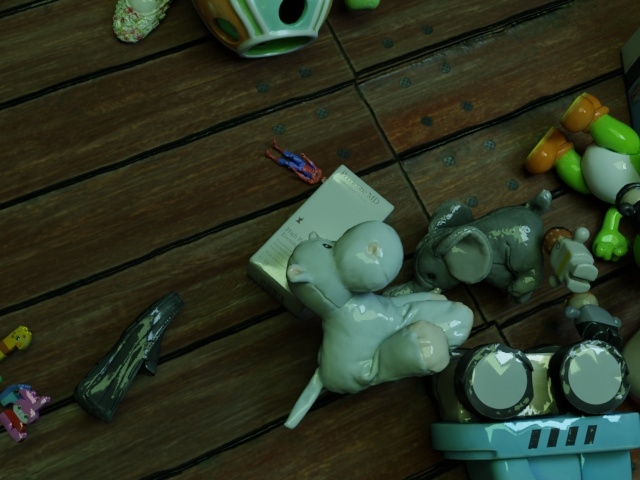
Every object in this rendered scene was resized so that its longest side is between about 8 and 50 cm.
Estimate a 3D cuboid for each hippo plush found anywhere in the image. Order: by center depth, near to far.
[{"bbox_3d":[0.056,0.087,1.484,0.294,0.234,0.237,-23,99,21],"label":"hippo plush"}]

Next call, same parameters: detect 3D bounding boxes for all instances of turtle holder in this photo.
[{"bbox_3d":[-0.076,-0.437,1.709,0.320,0.243,0.228,-9,84,-54],"label":"turtle holder"}]

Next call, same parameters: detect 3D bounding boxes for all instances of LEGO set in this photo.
[{"bbox_3d":[-0.458,0.176,1.462,0.093,0.087,0.227,-40,79,-5],"label":"LEGO set"}]

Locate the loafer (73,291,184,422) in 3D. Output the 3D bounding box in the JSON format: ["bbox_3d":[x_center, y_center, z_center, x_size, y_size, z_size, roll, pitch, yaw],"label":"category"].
[{"bbox_3d":[-0.275,0.173,1.506,0.078,0.076,0.223,42,66,-7],"label":"loafer"}]

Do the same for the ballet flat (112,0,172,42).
[{"bbox_3d":[-0.283,-0.450,1.740,0.091,0.077,0.241,31,68,3],"label":"ballet flat"}]

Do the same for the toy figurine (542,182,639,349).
[{"bbox_3d":[0.451,0.041,1.519,0.209,0.213,0.148,-27,30,9],"label":"toy figurine"}]

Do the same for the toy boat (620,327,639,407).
[{"bbox_3d":[0.593,0.195,1.613,0.231,0.151,0.151,-41,109,-20],"label":"toy boat"}]

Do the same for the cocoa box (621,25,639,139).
[{"bbox_3d":[0.697,-0.310,1.695,0.231,0.347,0.228,1,69,-9],"label":"cocoa box"}]

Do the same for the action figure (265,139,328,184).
[{"bbox_3d":[-0.036,-0.126,1.681,0.115,0.030,0.038,32,63,2],"label":"action figure"}]

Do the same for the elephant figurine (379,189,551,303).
[{"bbox_3d":[0.224,0.020,1.587,0.239,0.169,0.186,6,74,-11],"label":"elephant figurine"}]

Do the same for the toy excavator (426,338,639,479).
[{"bbox_3d":[0.381,0.371,1.483,0.432,0.222,0.446,-1,83,-10],"label":"toy excavator"}]

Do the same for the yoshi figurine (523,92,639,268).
[{"bbox_3d":[0.519,-0.066,1.670,0.362,0.203,0.203,41,84,5],"label":"yoshi figurine"}]

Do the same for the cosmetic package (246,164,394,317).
[{"bbox_3d":[0.000,0.000,1.607,0.117,0.085,0.231,40,70,7],"label":"cosmetic package"}]
